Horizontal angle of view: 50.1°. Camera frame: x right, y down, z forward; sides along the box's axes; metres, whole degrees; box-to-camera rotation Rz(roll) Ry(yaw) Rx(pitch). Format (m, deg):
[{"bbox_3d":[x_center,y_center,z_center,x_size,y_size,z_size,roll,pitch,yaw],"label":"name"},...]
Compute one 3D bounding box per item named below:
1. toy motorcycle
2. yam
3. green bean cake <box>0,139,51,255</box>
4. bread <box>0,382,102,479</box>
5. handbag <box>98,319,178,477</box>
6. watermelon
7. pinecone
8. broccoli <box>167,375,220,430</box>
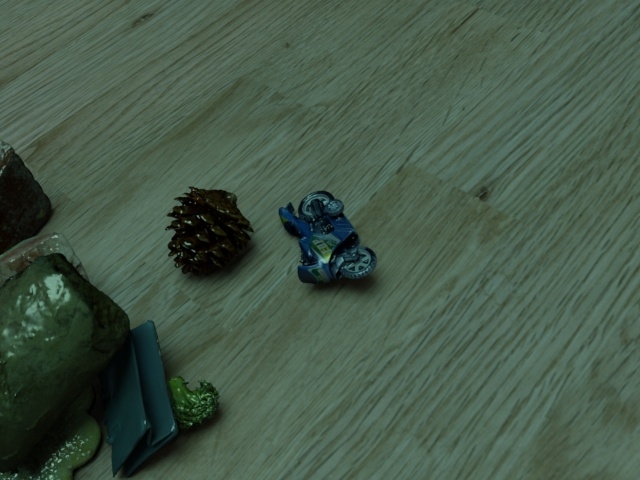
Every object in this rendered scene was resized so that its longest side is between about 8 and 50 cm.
[{"bbox_3d":[0.000,0.000,1.241,0.135,0.092,0.254,-30,44,-2],"label":"toy motorcycle"},{"bbox_3d":[-0.431,0.174,1.011,0.195,0.195,0.300,32,79,29],"label":"yam"},{"bbox_3d":[-0.650,-0.053,1.328,0.097,0.198,0.233,17,61,23],"label":"green bean cake"},{"bbox_3d":[-0.464,0.292,1.116,0.286,0.056,0.207,35,67,29],"label":"bread"},{"bbox_3d":[-0.303,0.242,1.085,0.144,0.057,0.221,-48,47,27],"label":"handbag"},{"bbox_3d":[-0.505,0.113,1.198,0.231,0.193,0.310,-21,19,11],"label":"watermelon"},{"bbox_3d":[-0.209,-0.015,1.253,0.173,0.173,0.174,-5,52,6],"label":"pinecone"},{"bbox_3d":[-0.215,0.255,1.080,0.095,0.097,0.092,-20,88,-30],"label":"broccoli"}]
